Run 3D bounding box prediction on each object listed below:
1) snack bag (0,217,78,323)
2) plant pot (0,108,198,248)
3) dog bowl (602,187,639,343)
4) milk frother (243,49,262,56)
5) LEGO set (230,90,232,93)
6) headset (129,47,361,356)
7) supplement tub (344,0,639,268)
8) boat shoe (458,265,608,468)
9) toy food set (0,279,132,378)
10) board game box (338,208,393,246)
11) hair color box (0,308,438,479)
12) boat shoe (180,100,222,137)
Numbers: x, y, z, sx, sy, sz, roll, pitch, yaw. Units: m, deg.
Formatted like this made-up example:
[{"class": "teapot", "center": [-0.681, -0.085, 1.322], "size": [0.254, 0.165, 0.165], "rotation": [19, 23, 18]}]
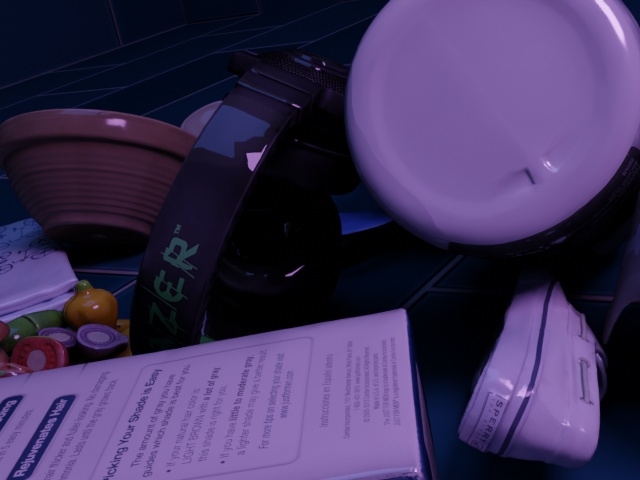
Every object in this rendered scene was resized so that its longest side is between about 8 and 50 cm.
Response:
[{"class": "snack bag", "center": [-0.446, 0.063, 1.073], "size": [0.343, 0.037, 0.323], "rotation": [-18, 20, -15]}, {"class": "plant pot", "center": [-0.246, -0.056, 1.098], "size": [0.238, 0.109, 0.237], "rotation": [2, -14, 0]}, {"class": "dog bowl", "center": [0.337, 0.016, 0.549], "size": [0.349, 0.102, 0.349], "rotation": [-4, 17, 1]}, {"class": "milk frother", "center": [-0.075, -0.195, 1.413], "size": [0.129, 0.134, 0.143], "rotation": [13, 12, -24]}, {"class": "LEGO set", "center": [-0.077, -0.051, 1.039], "size": [0.093, 0.087, 0.227], "rotation": [-12, -30, -37]}, {"class": "headset", "center": [-0.055, -0.055, 0.793], "size": [0.185, 0.243, 0.394], "rotation": [25, 35, 11]}, {"class": "supplement tub", "center": [0.155, -0.077, 0.728], "size": [0.194, 0.193, 0.316], "rotation": [-5, -5, 21]}, {"class": "boat shoe", "center": [0.139, 0.083, 0.610], "size": [0.076, 0.083, 0.226], "rotation": [25, 23, 10]}, {"class": "toy food set", "center": [-0.241, 0.090, 0.811], "size": [0.128, 0.071, 0.218], "rotation": [5, 26, 42]}, {"class": "board game box", "center": [0.000, 0.000, 0.972], "size": [0.169, 0.033, 0.133], "rotation": [-5, 10, 23]}, {"class": "hair color box", "center": [-0.111, 0.144, 0.525], "size": [0.347, 0.105, 0.174], "rotation": [-10, 19, 6]}, {"class": "boat shoe", "center": [-0.121, -0.188, 1.574], "size": [0.206, 0.075, 0.065], "rotation": [-19, -24, -1]}]
